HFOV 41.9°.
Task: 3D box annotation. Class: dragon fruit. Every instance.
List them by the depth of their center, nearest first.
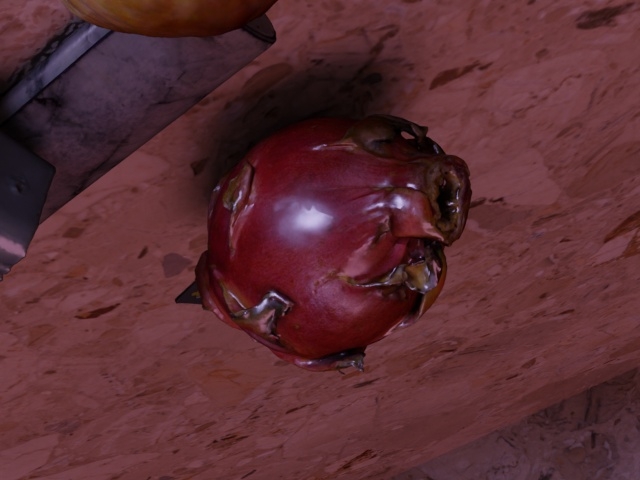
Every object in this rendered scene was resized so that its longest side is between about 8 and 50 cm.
[{"bbox_3d":[0.002,0.000,0.786,0.250,0.250,0.315,-4,-170,-26],"label":"dragon fruit"}]

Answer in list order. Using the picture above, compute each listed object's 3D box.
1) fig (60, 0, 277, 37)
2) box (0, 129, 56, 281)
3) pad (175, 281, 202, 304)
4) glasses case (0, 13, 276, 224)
[{"bbox_3d":[-0.113,-0.226,0.441,0.159,0.159,0.257,-24,133,9],"label":"fig"},{"bbox_3d":[-0.328,-0.021,0.611,0.178,0.138,0.274,31,130,-32],"label":"box"},{"bbox_3d":[-0.048,0.051,1.099,0.245,0.006,0.170,10,142,-44],"label":"pad"},{"bbox_3d":[-0.180,-0.107,0.666,0.299,0.060,0.114,-32,145,24],"label":"glasses case"}]
